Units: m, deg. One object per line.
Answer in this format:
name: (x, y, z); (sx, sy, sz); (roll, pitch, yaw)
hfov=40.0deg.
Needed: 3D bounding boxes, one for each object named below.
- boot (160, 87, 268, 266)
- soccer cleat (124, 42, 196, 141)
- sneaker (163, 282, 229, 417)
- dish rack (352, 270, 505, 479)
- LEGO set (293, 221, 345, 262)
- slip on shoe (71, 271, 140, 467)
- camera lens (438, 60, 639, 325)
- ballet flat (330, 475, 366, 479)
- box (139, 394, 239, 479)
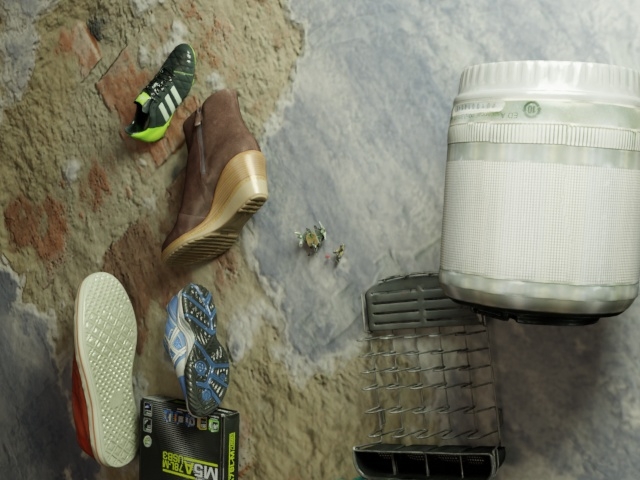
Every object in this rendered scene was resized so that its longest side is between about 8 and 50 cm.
boot: (-0.183, -0.094, 1.387); (0.248, 0.090, 0.207); (-38, 59, 31)
soccer cleat: (-0.258, -0.238, 1.423); (0.060, 0.072, 0.179); (40, 112, 27)
sneaker: (-0.201, 0.179, 1.395); (0.081, 0.080, 0.211); (-28, 61, 41)
dish rack: (0.136, 0.177, 1.161); (0.208, 0.074, 0.271); (-8, 86, 34)
LEGO set: (0.000, 0.003, 1.286); (0.083, 0.023, 0.054); (43, 117, 12)
slip on shoe: (-0.380, 0.219, 1.497); (0.101, 0.123, 0.331); (0, 96, 39)
camera lens: (0.248, -0.050, 0.987); (0.219, 0.219, 0.274); (5, 94, 35)
ballet flat: (0.041, 0.360, 1.253); (0.114, 0.041, 0.041); (-23, 78, 34)
box: (-0.216, 0.355, 1.425); (0.191, 0.045, 0.184); (4, 91, 35)
